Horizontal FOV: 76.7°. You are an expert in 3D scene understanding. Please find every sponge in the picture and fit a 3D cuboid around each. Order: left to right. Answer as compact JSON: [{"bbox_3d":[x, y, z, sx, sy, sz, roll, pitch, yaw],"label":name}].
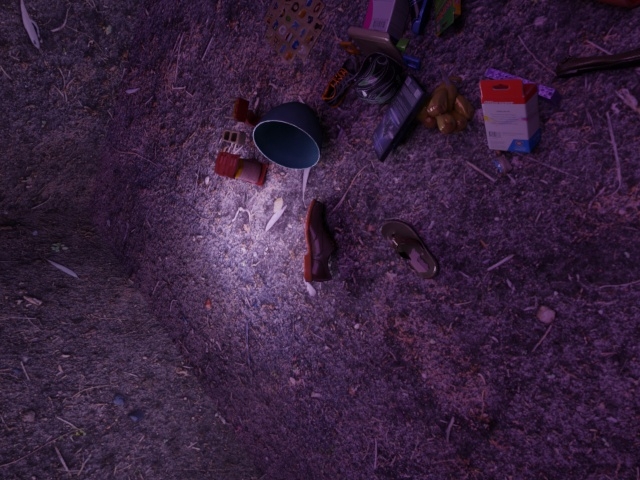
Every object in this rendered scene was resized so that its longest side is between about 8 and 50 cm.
[{"bbox_3d":[0.611,-0.465,1.222,0.210,0.117,0.031,36,116,30],"label":"sponge"}]

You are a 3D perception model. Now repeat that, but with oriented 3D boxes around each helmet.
[{"bbox_3d":[0.209,-0.584,1.493,0.170,0.169,0.161,34,97,31],"label":"helmet"}]

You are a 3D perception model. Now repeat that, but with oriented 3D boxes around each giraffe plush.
[{"bbox_3d":[0.389,-0.449,1.382,0.171,0.182,0.210,-12,97,59],"label":"giraffe plush"}]

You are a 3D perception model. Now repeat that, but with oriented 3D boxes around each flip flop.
[{"bbox_3d":[0.326,0.031,1.509,0.112,0.080,0.277,-49,66,30],"label":"flip flop"}]

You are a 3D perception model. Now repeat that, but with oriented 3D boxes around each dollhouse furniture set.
[{"bbox_3d":[-0.349,-0.462,1.919,0.152,0.201,0.373,19,99,35],"label":"dollhouse furniture set"}]

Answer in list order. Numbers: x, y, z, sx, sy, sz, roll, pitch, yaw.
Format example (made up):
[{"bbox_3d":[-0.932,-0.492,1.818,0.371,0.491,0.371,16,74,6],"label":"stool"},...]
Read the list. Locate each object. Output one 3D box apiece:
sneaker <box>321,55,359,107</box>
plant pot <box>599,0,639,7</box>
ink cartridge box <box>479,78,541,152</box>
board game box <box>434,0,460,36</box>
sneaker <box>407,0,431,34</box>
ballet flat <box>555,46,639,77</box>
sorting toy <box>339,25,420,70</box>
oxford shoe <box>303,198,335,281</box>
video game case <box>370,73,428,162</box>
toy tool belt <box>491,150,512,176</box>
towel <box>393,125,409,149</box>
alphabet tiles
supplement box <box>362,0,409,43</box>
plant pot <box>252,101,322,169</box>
[{"bbox_3d":[0.080,-0.641,1.637,0.084,0.083,0.214,43,117,28],"label":"sneaker"},{"bbox_3d":[0.726,-0.759,1.036,0.243,0.275,0.274,35,114,41],"label":"plant pot"},{"bbox_3d":[0.562,-0.382,1.199,0.134,0.078,0.230,22,147,47],"label":"ink cartridge box"},{"bbox_3d":[0.420,-0.832,1.345,0.124,0.039,0.258,-163,73,-78],"label":"board game box"},{"bbox_3d":[0.335,-0.843,1.402,0.091,0.081,0.232,20,117,24],"label":"sneaker"},{"bbox_3d":[0.787,-0.499,1.112,0.250,0.084,0.058,6,99,43],"label":"ballet flat"},{"bbox_3d":[0.213,-0.706,1.469,0.348,0.196,0.047,29,93,32],"label":"sorting toy"},{"bbox_3d":[0.000,0.000,1.758,0.133,0.130,0.362,1,88,5],"label":"oxford shoe"},{"bbox_3d":[0.273,-0.440,1.456,0.274,0.026,0.196,-58,23,33],"label":"video game case"},{"bbox_3d":[0.578,-0.250,1.310,0.051,0.052,0.083,-35,72,25],"label":"toy tool belt"},{"bbox_3d":[0.287,-0.406,1.532,0.067,0.029,0.119,43,117,27],"label":"towel"},{"bbox_3d":[-0.123,-0.972,1.808,0.342,0.011,0.285,52,121,22],"label":"alphabet tiles"},{"bbox_3d":[0.249,-0.847,1.469,0.111,0.114,0.219,27,111,34],"label":"supplement box"},{"bbox_3d":[-0.114,-0.467,1.711,0.291,0.290,0.195,-4,56,38],"label":"plant pot"}]
